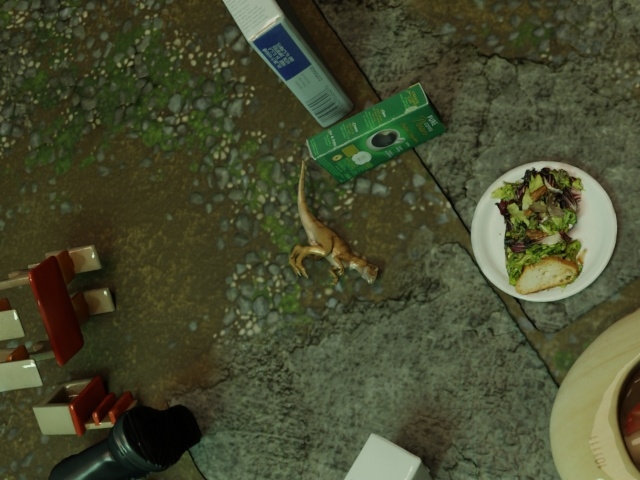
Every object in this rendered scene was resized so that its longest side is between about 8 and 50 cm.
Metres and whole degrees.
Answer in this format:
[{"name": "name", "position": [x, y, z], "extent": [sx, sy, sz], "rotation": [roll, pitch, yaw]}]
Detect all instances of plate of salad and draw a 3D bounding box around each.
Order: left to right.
[{"name": "plate of salad", "position": [0.303, -0.016, 1.416], "extent": [0.199, 0.048, 0.200], "rotation": [-5, 75, 20]}]

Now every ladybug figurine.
[{"name": "ladybug figurine", "position": [0.499, 0.201, 1.222], "extent": [0.449, 0.162, 0.305], "rotation": [-19, 69, 14]}]

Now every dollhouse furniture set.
[{"name": "dollhouse furniture set", "position": [-0.378, 0.153, 1.538], "extent": [0.135, 0.262, 0.259], "rotation": [-9, 108, 17]}]

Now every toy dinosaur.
[{"name": "toy dinosaur", "position": [0.000, 0.000, 1.530], "extent": [0.112, 0.064, 0.211], "rotation": [-39, 75, -12]}]

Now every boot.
[{"name": "boot", "position": [-0.297, 0.317, 1.459], "extent": [0.207, 0.246, 0.094], "rotation": [-31, 81, 8]}]

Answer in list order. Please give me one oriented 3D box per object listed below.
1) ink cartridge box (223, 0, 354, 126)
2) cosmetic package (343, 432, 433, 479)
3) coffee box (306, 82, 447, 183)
[{"name": "ink cartridge box", "position": [-0.095, -0.355, 1.500], "extent": [0.071, 0.324, 0.330], "rotation": [-35, 67, 8]}, {"name": "cosmetic package", "position": [0.052, 0.381, 1.350], "extent": [0.085, 0.117, 0.231], "rotation": [24, 71, 24]}, {"name": "coffee box", "position": [0.084, -0.154, 1.500], "extent": [0.184, 0.113, 0.040], "rotation": [-26, 66, 15]}]
